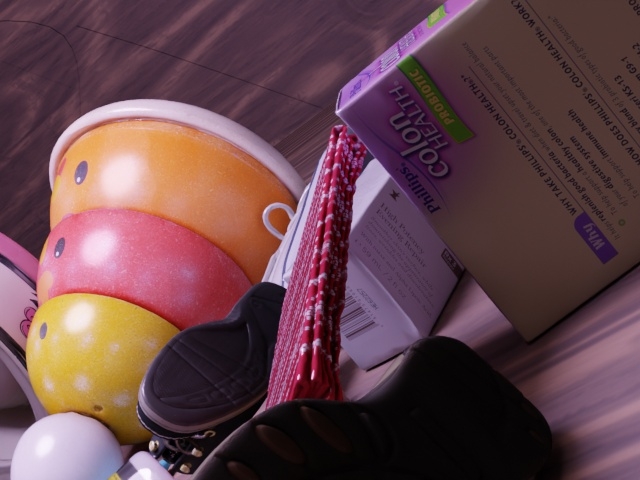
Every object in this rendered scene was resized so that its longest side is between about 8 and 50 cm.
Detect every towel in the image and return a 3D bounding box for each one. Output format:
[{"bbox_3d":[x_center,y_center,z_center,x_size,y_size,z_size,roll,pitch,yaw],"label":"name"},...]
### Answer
[{"bbox_3d":[-0.010,0.073,0.828,0.275,0.031,0.199,-82,8,-51],"label":"towel"}]

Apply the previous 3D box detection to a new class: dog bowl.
[{"bbox_3d":[-0.480,0.130,1.560,0.408,0.408,0.150,-31,20,42],"label":"dog bowl"}]

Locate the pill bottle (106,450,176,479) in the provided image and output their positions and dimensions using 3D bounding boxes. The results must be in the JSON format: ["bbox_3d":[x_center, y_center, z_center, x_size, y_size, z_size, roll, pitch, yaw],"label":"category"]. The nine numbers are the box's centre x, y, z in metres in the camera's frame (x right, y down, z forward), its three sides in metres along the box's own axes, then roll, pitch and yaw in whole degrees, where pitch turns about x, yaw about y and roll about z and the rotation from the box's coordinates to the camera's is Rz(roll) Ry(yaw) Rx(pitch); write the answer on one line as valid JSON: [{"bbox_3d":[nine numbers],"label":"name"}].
[{"bbox_3d":[-0.158,0.254,0.818,0.208,0.119,0.119,-43,10,-12],"label":"pill bottle"}]

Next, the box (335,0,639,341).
[{"bbox_3d":[0.171,-0.093,0.855,0.243,0.213,0.117,-39,10,11],"label":"box"}]

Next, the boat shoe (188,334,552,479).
[{"bbox_3d":[0.015,0.145,0.589,0.120,0.122,0.324,-50,-17,24],"label":"boat shoe"}]

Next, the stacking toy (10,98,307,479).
[{"bbox_3d":[-0.216,0.106,1.370,0.350,0.350,0.480,-31,30,43],"label":"stacking toy"}]

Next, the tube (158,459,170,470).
[{"bbox_3d":[-0.203,0.269,1.153,0.080,0.052,0.207,-28,8,23],"label":"tube"}]

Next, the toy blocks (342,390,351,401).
[{"bbox_3d":[-0.033,0.156,0.980,0.123,0.054,0.148,-40,10,-4],"label":"toy blocks"}]

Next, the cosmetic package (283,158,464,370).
[{"bbox_3d":[0.069,0.001,1.106,0.085,0.117,0.231,-32,14,38],"label":"cosmetic package"}]

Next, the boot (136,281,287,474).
[{"bbox_3d":[-0.103,0.148,1.046,0.178,0.085,0.236,-59,-10,30],"label":"boot"}]

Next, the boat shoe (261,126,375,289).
[{"bbox_3d":[0.006,0.007,1.329,0.156,0.136,0.367,-37,20,35],"label":"boat shoe"}]
